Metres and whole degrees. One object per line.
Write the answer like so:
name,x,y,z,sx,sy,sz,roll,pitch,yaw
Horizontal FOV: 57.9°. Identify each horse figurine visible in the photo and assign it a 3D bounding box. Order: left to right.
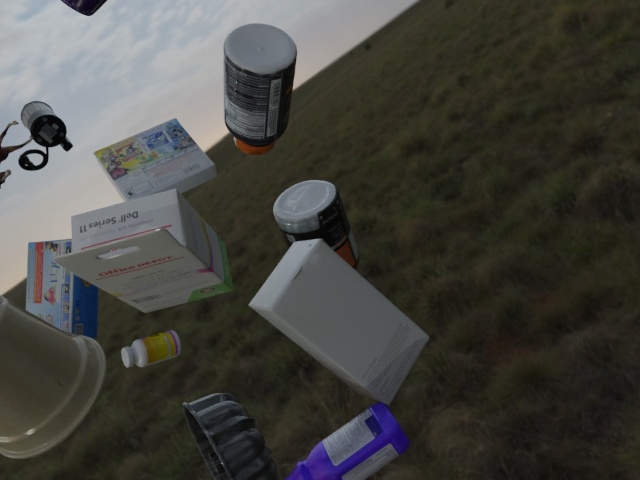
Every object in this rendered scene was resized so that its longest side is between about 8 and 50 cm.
horse figurine,-0.927,-0.291,1.592,0.174,0.263,0.066,-49,11,-3

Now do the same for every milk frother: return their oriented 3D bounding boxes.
milk frother,-0.722,-0.264,1.472,0.143,0.129,0.134,-33,40,-18

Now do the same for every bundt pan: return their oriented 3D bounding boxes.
bundt pan,-0.210,0.516,1.423,0.124,0.331,0.330,-27,9,-24

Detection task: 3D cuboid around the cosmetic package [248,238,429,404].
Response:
cosmetic package,0.046,0.183,1.313,0.197,0.365,0.155,-53,18,-18

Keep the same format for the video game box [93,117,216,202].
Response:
video game box,-0.364,-0.167,1.276,0.205,0.187,0.048,-29,-28,-22

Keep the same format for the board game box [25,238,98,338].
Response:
board game box,-0.823,0.153,1.837,0.301,0.309,0.086,-2,-5,39

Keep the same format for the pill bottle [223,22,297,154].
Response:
pill bottle,-0.120,-0.272,1.097,0.130,0.130,0.246,-43,-16,-29

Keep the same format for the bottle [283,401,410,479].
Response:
bottle,0.038,0.442,1.153,0.282,0.092,0.118,-34,15,-5

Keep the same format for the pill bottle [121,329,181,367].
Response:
pill bottle,-0.261,0.169,0.894,0.083,0.044,0.043,-12,-4,-39

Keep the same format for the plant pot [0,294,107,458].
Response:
plant pot,-0.737,0.291,1.363,0.333,0.306,0.334,-14,45,14

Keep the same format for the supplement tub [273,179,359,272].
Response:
supplement tub,0.000,0.000,1.791,0.207,0.338,0.207,-13,37,10

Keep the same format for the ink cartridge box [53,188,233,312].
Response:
ink cartridge box,-0.317,0.019,1.082,0.207,0.119,0.353,-14,-22,3

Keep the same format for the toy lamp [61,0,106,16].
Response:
toy lamp,-0.248,-0.415,0.727,0.275,0.080,0.080,-55,9,14
